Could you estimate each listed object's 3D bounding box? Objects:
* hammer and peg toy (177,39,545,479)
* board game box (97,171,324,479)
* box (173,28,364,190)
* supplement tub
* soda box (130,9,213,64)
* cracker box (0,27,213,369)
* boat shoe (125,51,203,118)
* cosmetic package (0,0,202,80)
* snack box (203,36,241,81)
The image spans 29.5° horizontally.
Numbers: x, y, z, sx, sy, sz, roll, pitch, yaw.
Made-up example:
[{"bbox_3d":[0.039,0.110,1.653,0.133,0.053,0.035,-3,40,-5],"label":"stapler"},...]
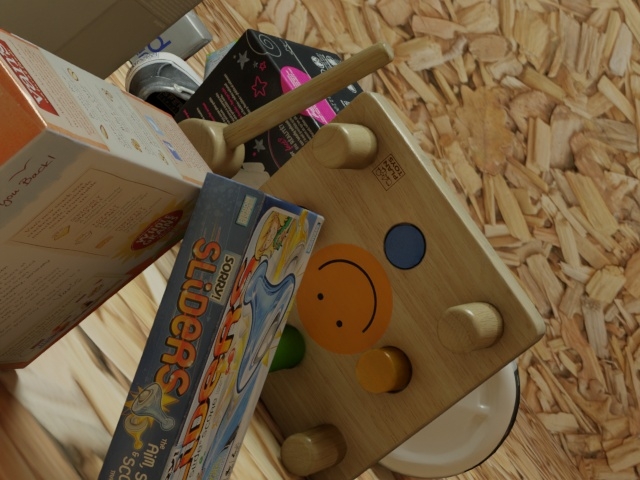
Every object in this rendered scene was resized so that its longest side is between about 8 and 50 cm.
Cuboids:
[{"bbox_3d":[0.000,0.000,1.041,0.361,0.266,0.127,57,27,16],"label":"hammer and peg toy"},{"bbox_3d":[-0.061,0.070,0.661,0.035,0.201,0.136,20,1,13],"label":"board game box"},{"bbox_3d":[-0.008,-0.068,1.227,0.163,0.142,0.247,5,47,-55],"label":"box"},{"bbox_3d":[0.121,0.136,1.403,0.194,0.193,0.316,53,7,-6],"label":"supplement tub"},{"bbox_3d":[-0.263,-0.344,1.551,0.286,0.098,0.091,54,8,-5],"label":"soda box"},{"bbox_3d":[-0.150,-0.008,0.563,0.067,0.155,0.232,53,7,11],"label":"cracker box"},{"bbox_3d":[-0.101,-0.090,1.387,0.301,0.108,0.102,46,11,-32],"label":"boat shoe"},{"bbox_3d":[-0.184,-0.223,1.002,0.127,0.238,0.107,53,5,14],"label":"cosmetic package"},{"bbox_3d":[-0.083,-0.137,1.594,0.174,0.070,0.207,47,29,-39],"label":"snack box"}]
